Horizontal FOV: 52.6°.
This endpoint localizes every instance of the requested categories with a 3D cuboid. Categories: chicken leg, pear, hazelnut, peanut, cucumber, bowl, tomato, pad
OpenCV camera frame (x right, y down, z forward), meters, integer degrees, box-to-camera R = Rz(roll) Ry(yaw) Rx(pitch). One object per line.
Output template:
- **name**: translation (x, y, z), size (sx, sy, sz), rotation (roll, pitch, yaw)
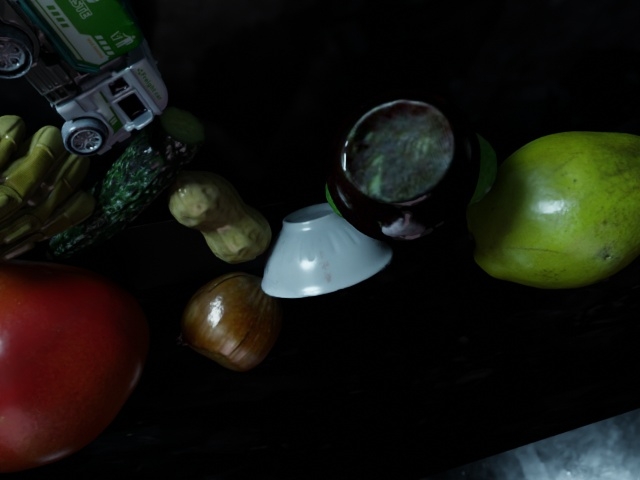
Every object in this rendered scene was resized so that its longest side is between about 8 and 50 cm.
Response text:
- **chicken leg**: translation (-0.216, 0.163, 1.137), size (0.083, 0.021, 0.036), rotation (-23, 137, 6)
- **pear**: translation (0.324, -0.040, 0.858), size (0.269, 0.213, 0.212), rotation (-23, 147, 26)
- **hazelnut**: translation (-0.131, 0.124, 1.006), size (0.150, 0.150, 0.150), rotation (-10, 147, -6)
- **peanut**: translation (-0.126, -0.026, 0.817), size (0.089, 0.089, 0.193), rotation (-25, 143, 17)
- **cucumber**: translation (-0.241, -0.049, 0.766), size (0.067, 0.068, 0.293), rotation (20, 136, -41)
- **bowl**: translation (0.000, 0.000, 0.881), size (0.188, 0.189, 0.086), rotation (-14, 107, 1)
- **tomato**: translation (-0.371, 0.139, 0.820), size (0.298, 0.299, 0.226), rotation (-8, 130, -8)
- **pad**: translation (-0.165, 0.011, 0.940), size (0.242, 0.004, 0.164), rotation (-10, 147, -7)

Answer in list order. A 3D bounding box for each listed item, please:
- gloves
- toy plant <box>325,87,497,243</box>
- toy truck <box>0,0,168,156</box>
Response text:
- **gloves**: translation (-0.393, -0.046, 0.641), size (0.330, 0.141, 0.154), rotation (6, 141, -28)
- **toy plant**: translation (0.105, -0.084, 0.765), size (0.217, 0.176, 0.235), rotation (-11, 176, 8)
- **toy truck**: translation (-0.220, -0.186, 0.526), size (0.124, 0.114, 0.253), rotation (-28, 147, 2)
